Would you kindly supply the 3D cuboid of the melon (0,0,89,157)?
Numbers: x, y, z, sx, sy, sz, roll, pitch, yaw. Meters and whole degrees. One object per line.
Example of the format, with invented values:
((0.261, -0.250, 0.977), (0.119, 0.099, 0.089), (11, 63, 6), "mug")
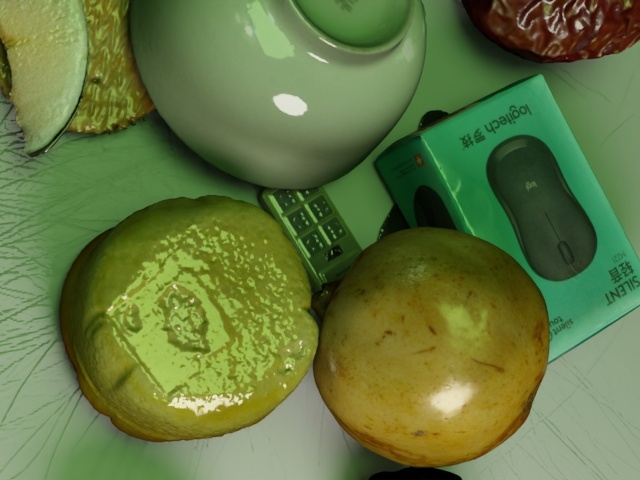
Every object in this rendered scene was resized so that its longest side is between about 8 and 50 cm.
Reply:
((-0.287, -0.181, 1.637), (0.098, 0.054, 0.182), (-12, 83, -20), "melon")

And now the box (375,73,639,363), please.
((0.232, -0.015, 1.822), (0.205, 0.118, 0.311), (-27, 90, -26), "box")

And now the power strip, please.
((0.000, 0.000, 1.769), (0.076, 0.028, 0.169), (-33, 91, -28), "power strip")

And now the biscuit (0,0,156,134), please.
((-0.261, -0.239, 1.710), (0.254, 0.035, 0.254), (5, 76, -23), "biscuit")

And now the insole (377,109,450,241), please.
((0.122, -0.040, 1.846), (0.086, 0.005, 0.253), (25, 69, -18), "insole")

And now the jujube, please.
((0.295, -0.319, 1.891), (0.232, 0.213, 0.213), (-6, 79, -23), "jujube")

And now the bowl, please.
((-0.017, -0.250, 1.711), (0.354, 0.185, 0.354), (11, 68, -29), "bowl")

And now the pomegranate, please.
((0.112, 0.111, 1.652), (0.264, 0.264, 0.264), (6, 75, -22), "pomegranate")

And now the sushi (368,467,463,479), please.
((0.109, 0.324, 1.668), (0.172, 0.153, 0.150), (13, 92, 0), "sushi")

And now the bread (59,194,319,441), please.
((-0.133, 0.079, 1.626), (0.269, 0.148, 0.270), (6, 72, -19), "bread")
